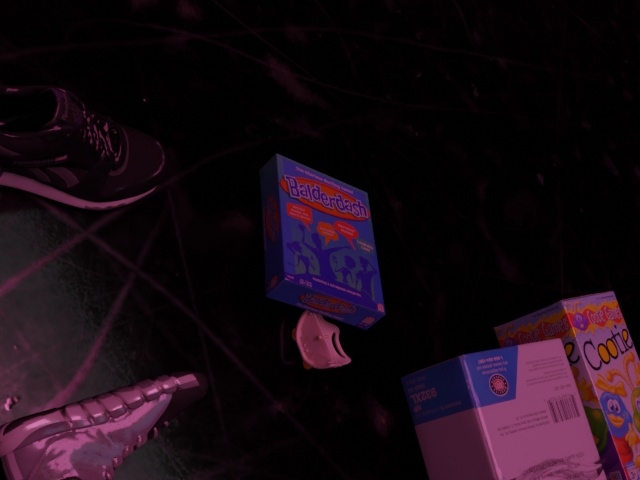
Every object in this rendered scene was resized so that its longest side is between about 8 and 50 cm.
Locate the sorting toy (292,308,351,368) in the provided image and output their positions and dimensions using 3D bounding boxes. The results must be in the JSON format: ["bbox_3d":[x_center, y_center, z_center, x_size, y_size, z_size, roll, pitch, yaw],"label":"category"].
[{"bbox_3d":[0.008,0.134,1.149,0.075,0.045,0.083,10,50,-50],"label":"sorting toy"}]

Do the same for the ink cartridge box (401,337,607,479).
[{"bbox_3d":[0.264,0.306,1.208,0.223,0.129,0.307,-2,70,-41],"label":"ink cartridge box"}]

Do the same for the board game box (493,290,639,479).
[{"bbox_3d":[0.398,0.234,1.345,0.142,0.144,0.275,-4,71,-40],"label":"board game box"}]

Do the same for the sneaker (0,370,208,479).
[{"bbox_3d":[-0.208,0.220,0.907,0.229,0.086,0.132,-13,82,-32],"label":"sneaker"}]

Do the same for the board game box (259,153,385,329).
[{"bbox_3d":[0.000,0.000,1.176,0.160,0.047,0.210,20,45,-30],"label":"board game box"}]

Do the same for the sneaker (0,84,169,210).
[{"bbox_3d":[-0.278,-0.108,0.974,0.283,0.124,0.107,4,67,-38],"label":"sneaker"}]
